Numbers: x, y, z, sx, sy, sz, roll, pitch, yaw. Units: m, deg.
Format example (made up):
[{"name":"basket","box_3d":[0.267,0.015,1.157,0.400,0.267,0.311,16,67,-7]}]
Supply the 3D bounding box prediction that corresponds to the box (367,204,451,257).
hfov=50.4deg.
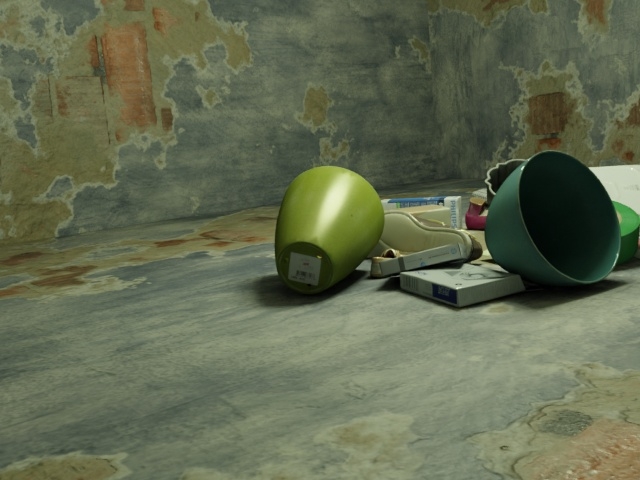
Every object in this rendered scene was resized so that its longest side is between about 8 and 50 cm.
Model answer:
[{"name":"box","box_3d":[0.220,-0.027,2.015,0.310,0.121,0.148,-7,9,-13]}]

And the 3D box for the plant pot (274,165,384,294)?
[{"name":"plant pot","box_3d":[0.000,0.000,1.644,0.274,0.275,0.293,-2,26,15]}]

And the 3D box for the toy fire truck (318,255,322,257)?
[{"name":"toy fire truck","box_3d":[-0.024,0.032,2.006,0.135,0.047,0.192,-9,9,-18]}]

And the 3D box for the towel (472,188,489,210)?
[{"name":"towel","box_3d":[0.730,-0.139,2.496,0.283,0.122,0.235,-7,7,-7]}]

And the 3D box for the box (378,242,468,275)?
[{"name":"box","box_3d":[0.244,0.046,1.591,0.186,0.038,0.145,-16,-8,16]}]

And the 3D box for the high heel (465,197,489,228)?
[{"name":"high heel","box_3d":[0.594,-0.052,2.255,0.244,0.117,0.082,20,40,25]}]

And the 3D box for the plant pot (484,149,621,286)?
[{"name":"plant pot","box_3d":[0.472,-0.024,1.480,0.290,0.290,0.195,-10,-12,-32]}]

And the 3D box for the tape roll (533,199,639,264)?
[{"name":"tape roll","box_3d":[0.625,-0.027,1.706,0.321,0.077,0.321,-5,23,2]}]

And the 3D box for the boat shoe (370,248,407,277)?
[{"name":"boat shoe","box_3d":[0.182,0.051,1.735,0.063,0.059,0.170,1,10,32]}]

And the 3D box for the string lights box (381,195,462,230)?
[{"name":"string lights box","box_3d":[0.321,-0.069,2.189,0.259,0.134,0.076,-1,9,20]}]

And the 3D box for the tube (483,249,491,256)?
[{"name":"tube","box_3d":[0.542,0.017,1.794,0.240,0.062,0.070,-12,-31,-20]}]

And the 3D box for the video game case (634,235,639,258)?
[{"name":"video game case","box_3d":[0.915,0.009,1.731,0.285,0.025,0.204,-4,9,2]}]

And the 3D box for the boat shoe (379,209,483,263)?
[{"name":"boat shoe","box_3d":[0.281,-0.005,1.821,0.096,0.117,0.324,11,4,-46]}]

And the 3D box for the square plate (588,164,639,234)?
[{"name":"square plate","box_3d":[0.802,-0.127,1.960,0.343,0.049,0.347,-3,36,13]}]

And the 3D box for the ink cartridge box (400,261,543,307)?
[{"name":"ink cartridge box","box_3d":[0.324,0.086,1.478,0.223,0.045,0.223,-8,9,-24]}]

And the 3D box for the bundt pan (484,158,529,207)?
[{"name":"bundt pan","box_3d":[0.680,-0.128,2.152,0.330,0.124,0.331,1,36,0]}]
